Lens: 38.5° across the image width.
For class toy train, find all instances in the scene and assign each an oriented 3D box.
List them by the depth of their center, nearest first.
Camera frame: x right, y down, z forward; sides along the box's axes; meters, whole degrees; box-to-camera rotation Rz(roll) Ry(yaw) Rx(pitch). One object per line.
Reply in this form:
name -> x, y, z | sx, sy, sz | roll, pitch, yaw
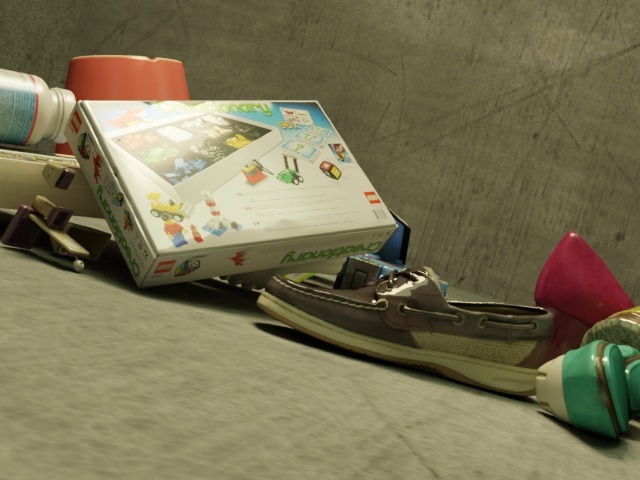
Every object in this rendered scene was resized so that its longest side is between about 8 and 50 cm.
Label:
toy train -> 0.108, 0.069, 1.421 | 0.184, 0.080, 0.105 | 19, 11, 6

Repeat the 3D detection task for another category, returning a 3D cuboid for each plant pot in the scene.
plant pot -> -0.337, -0.193, 1.605 | 0.275, 0.243, 0.275 | 1, 6, 0

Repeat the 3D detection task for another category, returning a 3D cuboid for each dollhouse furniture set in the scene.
dollhouse furniture set -> -0.213, -0.008, 0.853 | 0.081, 0.091, 0.114 | 35, 7, 26

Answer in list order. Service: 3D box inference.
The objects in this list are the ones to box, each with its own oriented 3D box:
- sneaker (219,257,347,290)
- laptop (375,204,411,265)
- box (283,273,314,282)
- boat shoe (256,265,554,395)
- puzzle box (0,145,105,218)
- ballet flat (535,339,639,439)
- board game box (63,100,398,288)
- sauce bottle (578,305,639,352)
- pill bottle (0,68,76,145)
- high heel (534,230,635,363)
sneaker -> -0.093, 0.015, 1.057 | 0.258, 0.091, 0.094 | -3, 16, 5
laptop -> 0.000, 0.000, 1.516 | 0.264, 0.136, 0.234 | -3, -35, -3
box -> -0.009, 0.020, 1.363 | 0.109, 0.042, 0.178 | -28, 4, 0
boat shoe -> 0.085, 0.068, 0.849 | 0.285, 0.092, 0.103 | 17, 2, -10
puzzle box -> -0.344, -0.073, 0.982 | 0.409, 0.052, 0.272 | 6, 7, -30
ballet flat -> 0.241, 0.134, 0.819 | 0.087, 0.083, 0.247 | -9, -11, 26
board game box -> -0.083, -0.060, 0.937 | 0.305, 0.053, 0.193 | -7, 56, -40
sauce bottle -> 0.432, 0.116, 1.082 | 0.111, 0.111, 0.344 | 18, 19, 40
pill bottle -> -0.376, -0.158, 1.077 | 0.160, 0.087, 0.087 | 6, 8, -38
high heel -> 0.443, 0.119, 1.204 | 0.377, 0.181, 0.127 | 16, 2, -27
